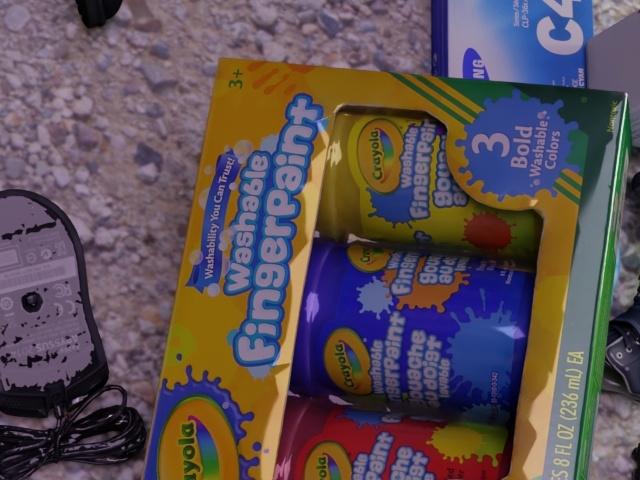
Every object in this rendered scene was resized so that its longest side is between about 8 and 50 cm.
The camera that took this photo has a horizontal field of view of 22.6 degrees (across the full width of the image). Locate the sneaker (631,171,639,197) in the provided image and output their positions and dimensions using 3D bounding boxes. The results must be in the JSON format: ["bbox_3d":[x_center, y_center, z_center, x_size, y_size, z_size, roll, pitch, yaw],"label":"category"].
[{"bbox_3d":[0.439,-0.023,1.695,0.224,0.083,0.098,7,75,-10],"label":"sneaker"}]

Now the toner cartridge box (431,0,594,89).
[{"bbox_3d":[0.206,-0.234,1.721,0.165,0.075,0.347,4,71,-9],"label":"toner cartridge box"}]

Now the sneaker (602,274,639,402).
[{"bbox_3d":[0.329,0.054,1.623,0.163,0.086,0.226,-17,92,-16],"label":"sneaker"}]

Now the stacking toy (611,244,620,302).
[{"bbox_3d":[0.136,-0.008,1.579,0.302,0.175,0.165,4,70,-8],"label":"stacking toy"}]

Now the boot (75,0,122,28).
[{"bbox_3d":[-0.170,-0.347,1.670,0.207,0.094,0.246,-9,67,-10],"label":"boot"}]

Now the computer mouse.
[{"bbox_3d":[-0.280,0.089,1.519,0.189,0.072,0.272,-9,86,-16],"label":"computer mouse"}]

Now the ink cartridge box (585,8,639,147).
[{"bbox_3d":[0.440,-0.160,1.642,0.273,0.197,0.114,11,70,-26],"label":"ink cartridge box"}]

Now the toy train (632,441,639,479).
[{"bbox_3d":[0.334,0.273,1.600,0.036,0.027,0.158,7,71,-13],"label":"toy train"}]

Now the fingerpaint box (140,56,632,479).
[{"bbox_3d":[0.063,0.081,1.410,0.371,0.163,0.444,7,77,15],"label":"fingerpaint box"}]
